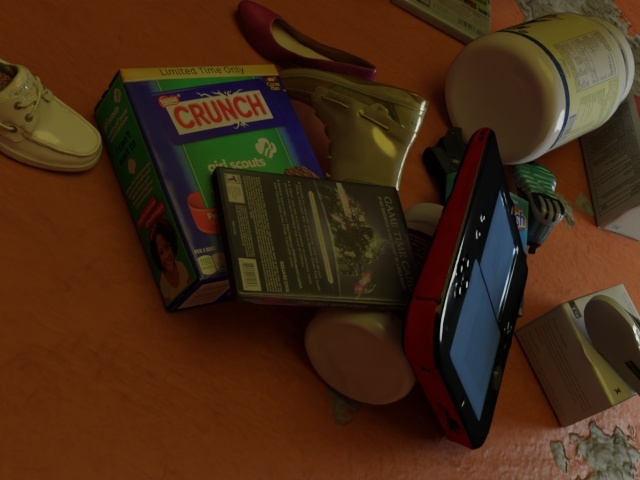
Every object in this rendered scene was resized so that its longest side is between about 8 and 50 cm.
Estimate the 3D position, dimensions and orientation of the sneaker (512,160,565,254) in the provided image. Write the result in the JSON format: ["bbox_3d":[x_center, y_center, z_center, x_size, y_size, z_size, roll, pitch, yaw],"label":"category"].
[{"bbox_3d":[0.371,-0.066,1.877,0.083,0.098,0.223,20,28,-6],"label":"sneaker"}]

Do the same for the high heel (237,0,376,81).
[{"bbox_3d":[-0.022,-0.321,1.698,0.244,0.117,0.082,46,46,-4],"label":"high heel"}]

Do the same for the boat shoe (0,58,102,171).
[{"bbox_3d":[-0.398,-0.179,1.345,0.277,0.096,0.098,26,50,-22],"label":"boat shoe"}]

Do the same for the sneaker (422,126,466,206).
[{"bbox_3d":[0.235,-0.116,1.809,0.089,0.051,0.170,-9,66,-35],"label":"sneaker"}]

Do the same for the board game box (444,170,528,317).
[{"bbox_3d":[0.269,0.008,1.723,0.160,0.047,0.210,22,63,-33],"label":"board game box"}]

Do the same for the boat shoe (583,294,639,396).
[{"bbox_3d":[0.493,0.166,1.650,0.219,0.078,0.070,53,46,-10],"label":"boat shoe"}]

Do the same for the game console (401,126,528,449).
[{"bbox_3d":[0.222,0.083,1.481,0.342,0.060,0.386,-66,152,-25],"label":"game console"}]

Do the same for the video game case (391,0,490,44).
[{"bbox_3d":[0.241,-0.493,2.064,0.227,0.026,0.206,23,52,-23],"label":"video game case"}]

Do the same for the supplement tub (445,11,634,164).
[{"bbox_3d":[0.407,-0.286,1.915,0.325,0.235,0.235,-25,80,-43],"label":"supplement tub"}]

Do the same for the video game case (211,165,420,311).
[{"bbox_3d":[0.000,0.000,1.382,0.274,0.026,0.196,6,54,-27],"label":"video game case"}]

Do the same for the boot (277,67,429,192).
[{"bbox_3d":[0.022,-0.152,1.629,0.095,0.262,0.203,12,93,-68],"label":"boot"}]

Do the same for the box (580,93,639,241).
[{"bbox_3d":[0.614,-0.139,2.038,0.127,0.149,0.232,16,56,-30],"label":"box"}]

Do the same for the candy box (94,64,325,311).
[{"bbox_3d":[-0.134,-0.084,1.467,0.268,0.122,0.317,-11,69,-39],"label":"candy box"}]

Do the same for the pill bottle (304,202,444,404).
[{"bbox_3d":[0.113,0.079,1.518,0.169,0.169,0.301,43,47,-7],"label":"pill bottle"}]

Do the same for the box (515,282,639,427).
[{"bbox_3d":[0.451,0.188,1.737,0.182,0.119,0.181,-13,72,-41],"label":"box"}]
